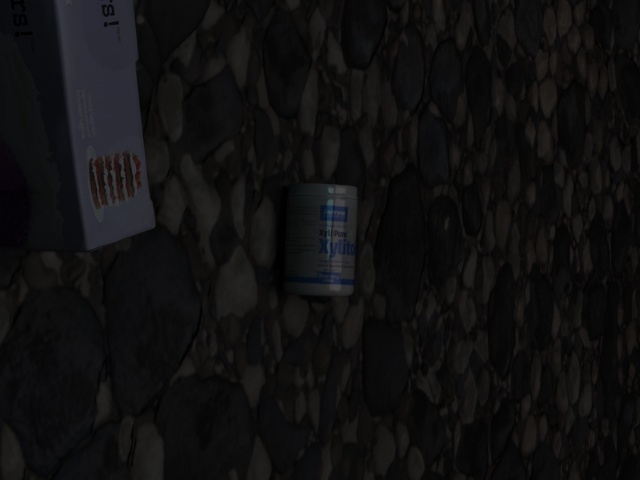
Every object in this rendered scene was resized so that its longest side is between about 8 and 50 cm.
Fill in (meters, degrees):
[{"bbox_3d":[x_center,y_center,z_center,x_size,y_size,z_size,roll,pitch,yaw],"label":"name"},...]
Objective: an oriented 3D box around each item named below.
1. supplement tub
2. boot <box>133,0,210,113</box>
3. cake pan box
[{"bbox_3d":[0.000,0.000,1.363,0.071,0.071,0.107,3,89,-61],"label":"supplement tub"},{"bbox_3d":[-0.183,-0.219,0.992,0.338,0.118,0.223,51,53,-43],"label":"boot"},{"bbox_3d":[-0.218,-0.128,0.792,0.070,0.245,0.267,-25,113,-58],"label":"cake pan box"}]
